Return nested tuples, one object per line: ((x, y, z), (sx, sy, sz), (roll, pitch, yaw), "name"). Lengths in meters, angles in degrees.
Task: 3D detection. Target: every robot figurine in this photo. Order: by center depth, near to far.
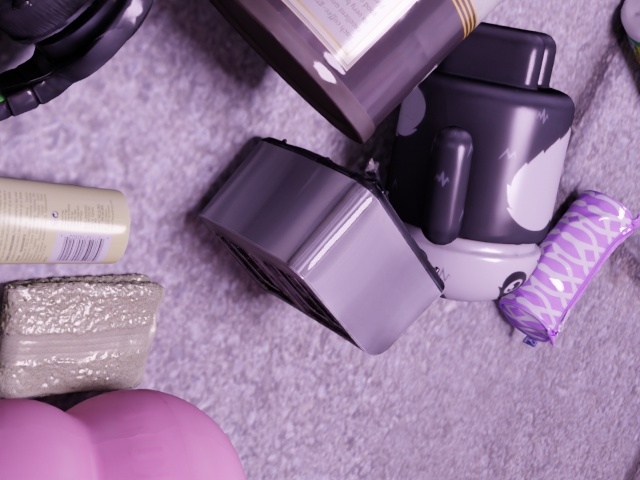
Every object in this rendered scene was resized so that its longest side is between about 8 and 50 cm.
((0.158, -0.075, 0.978), (0.209, 0.173, 0.278), (2, 106, -29), "robot figurine")

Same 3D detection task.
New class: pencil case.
((0.310, 0.033, 1.219), (0.206, 0.088, 0.086), (-53, 135, -13), "pencil case")

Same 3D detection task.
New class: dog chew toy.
((-0.222, 0.212, 0.755), (0.332, 0.206, 0.206), (12, 99, -35), "dog chew toy")

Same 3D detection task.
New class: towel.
((-0.204, 0.081, 0.826), (0.148, 0.027, 0.110), (2, 105, -42), "towel")

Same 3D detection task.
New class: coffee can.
((0.059, -0.242, 0.757), (0.275, 0.201, 0.201), (-45, 133, 1), "coffee can")

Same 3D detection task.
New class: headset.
((-0.175, -0.218, 0.616), (0.394, 0.185, 0.243), (-33, 128, -13), "headset")

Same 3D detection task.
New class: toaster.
((0.000, 0.000, 0.874), (0.110, 0.168, 0.185), (-50, 133, -13), "toaster")

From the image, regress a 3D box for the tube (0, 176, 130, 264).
((-0.262, -0.017, 0.718), (0.240, 0.062, 0.070), (2, 63, -37), "tube")

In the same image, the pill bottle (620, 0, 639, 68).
((0.462, -0.228, 1.223), (0.117, 0.117, 0.208), (-52, 134, -12), "pill bottle")
